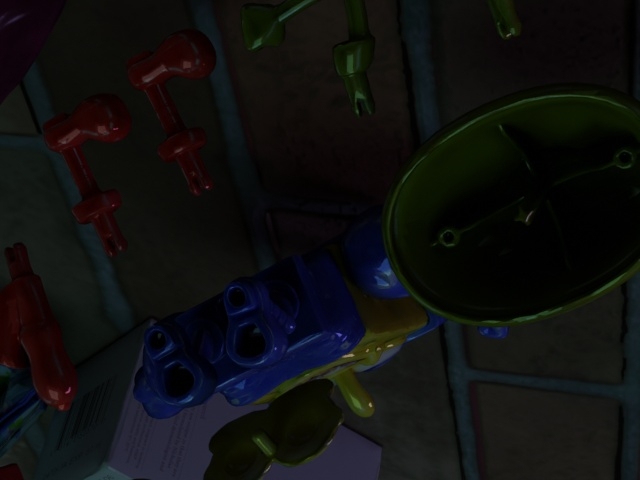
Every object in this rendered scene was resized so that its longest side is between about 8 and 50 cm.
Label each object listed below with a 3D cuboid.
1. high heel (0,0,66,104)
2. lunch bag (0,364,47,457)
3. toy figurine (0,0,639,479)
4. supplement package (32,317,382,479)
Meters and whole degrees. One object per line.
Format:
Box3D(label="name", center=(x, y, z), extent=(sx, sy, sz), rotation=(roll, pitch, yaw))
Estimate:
Box3D(label="high heel", center=(-0.220, -0.027, 0.913), extent=(0.181, 0.127, 0.377), rotation=(-12, 165, -14))
Box3D(label="lunch bag", center=(-0.238, 0.111, 1.074), extent=(0.151, 0.096, 0.129), rotation=(-16, 174, -9))
Box3D(label="toy figurine", center=(0.000, 0.000, 0.855), extent=(0.362, 0.191, 0.217), rotation=(-30, 171, 19))
Box3D(label="supplement package", center=(-0.069, 0.146, 1.083), extent=(0.179, 0.105, 0.105), rotation=(31, 140, -23))
